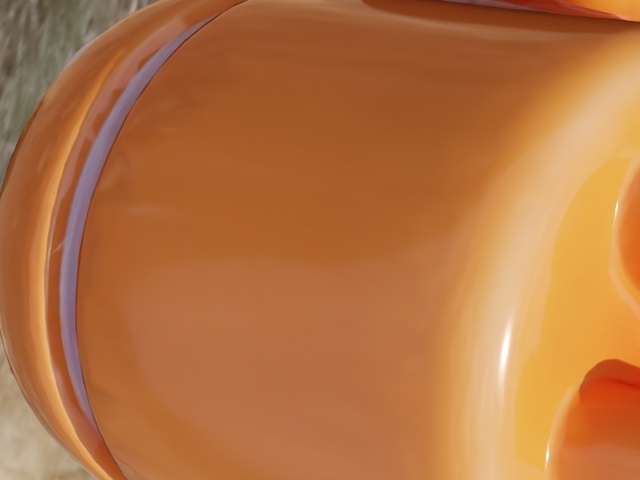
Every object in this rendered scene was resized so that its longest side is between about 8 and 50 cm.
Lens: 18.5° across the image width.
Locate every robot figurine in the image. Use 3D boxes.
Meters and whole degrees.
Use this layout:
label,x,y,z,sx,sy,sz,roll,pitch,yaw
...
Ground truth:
label,x,y,z,sx,sy,sz,roll,pitch,yaw
robot figurine,0.017,0.013,0.416,0.219,0.128,0.158,13,123,42
